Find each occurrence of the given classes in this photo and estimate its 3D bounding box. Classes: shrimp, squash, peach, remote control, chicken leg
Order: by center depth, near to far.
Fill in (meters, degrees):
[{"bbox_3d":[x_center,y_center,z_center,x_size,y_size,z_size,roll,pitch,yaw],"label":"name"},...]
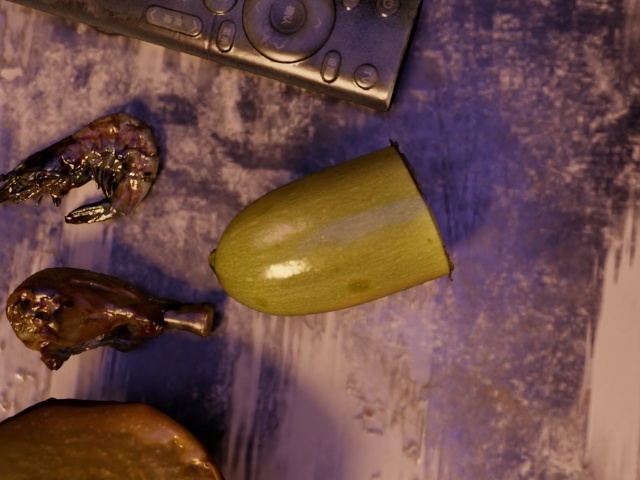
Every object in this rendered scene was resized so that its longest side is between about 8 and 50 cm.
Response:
[{"bbox_3d":[-0.183,0.254,0.549,0.245,0.248,0.275,-36,41,34],"label":"peach"},{"bbox_3d":[0.000,0.000,0.610,0.186,0.123,0.123,-17,83,4],"label":"squash"},{"bbox_3d":[-0.181,0.069,0.654,0.178,0.070,0.093,4,59,-5],"label":"chicken leg"},{"bbox_3d":[-0.103,-0.216,0.675,0.377,0.044,0.107,18,97,7],"label":"remote control"},{"bbox_3d":[-0.219,-0.053,0.683,0.160,0.034,0.091,-23,83,3],"label":"shrimp"}]
